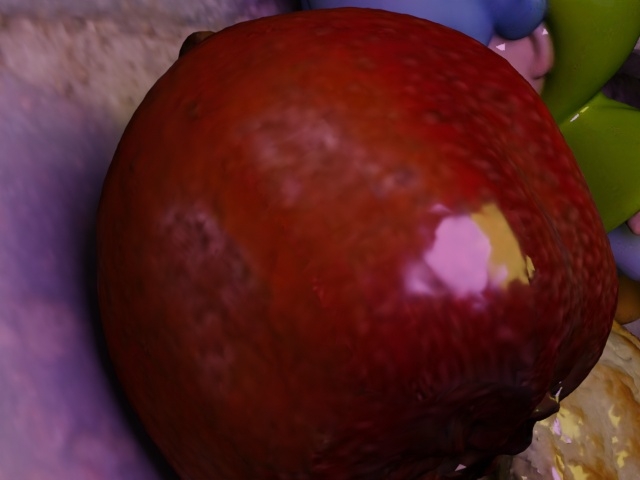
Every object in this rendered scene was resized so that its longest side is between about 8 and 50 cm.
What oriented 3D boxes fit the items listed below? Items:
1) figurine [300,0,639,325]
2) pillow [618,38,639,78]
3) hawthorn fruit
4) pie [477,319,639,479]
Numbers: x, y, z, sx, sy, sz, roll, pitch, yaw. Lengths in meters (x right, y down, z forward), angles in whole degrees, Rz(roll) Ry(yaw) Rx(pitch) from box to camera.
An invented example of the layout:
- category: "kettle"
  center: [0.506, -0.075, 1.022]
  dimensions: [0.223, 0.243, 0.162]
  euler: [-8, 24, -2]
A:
- category: "figurine"
  center: [0.091, -0.078, 0.847]
  dimensions: [0.263, 0.143, 0.162]
  euler: [55, -7, -8]
- category: "pillow"
  center: [0.304, -0.192, 1.137]
  dimensions: [0.310, 0.138, 0.283]
  euler: [18, 69, -4]
- category: "hawthorn fruit"
  center: [0.000, 0.000, 0.618]
  dimensions: [0.188, 0.169, 0.169]
  euler: [50, 23, 20]
- category: "pie"
  center: [0.120, 0.133, 0.774]
  dimensions: [0.201, 0.090, 0.248]
  euler: [-1, 68, -58]
